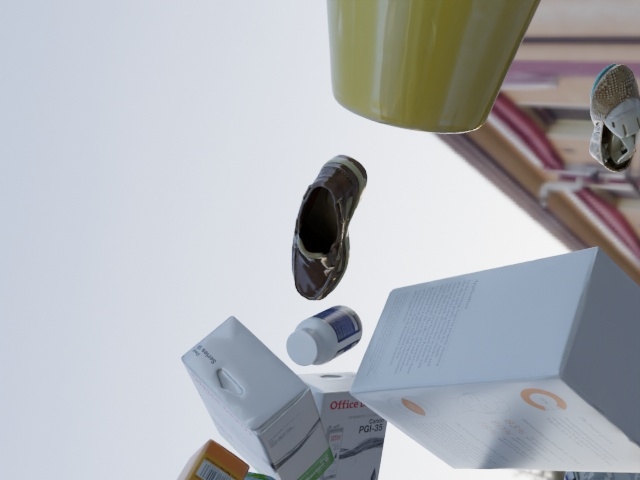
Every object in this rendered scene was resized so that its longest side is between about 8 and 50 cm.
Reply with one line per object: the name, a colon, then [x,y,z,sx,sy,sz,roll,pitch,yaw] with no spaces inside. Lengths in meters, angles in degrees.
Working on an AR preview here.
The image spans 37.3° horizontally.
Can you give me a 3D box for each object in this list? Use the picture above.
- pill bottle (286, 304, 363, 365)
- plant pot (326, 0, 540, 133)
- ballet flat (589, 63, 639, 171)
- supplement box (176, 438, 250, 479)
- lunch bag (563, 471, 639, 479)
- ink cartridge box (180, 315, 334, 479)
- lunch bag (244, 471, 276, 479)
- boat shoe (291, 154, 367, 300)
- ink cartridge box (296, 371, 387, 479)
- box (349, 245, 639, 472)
pill bottle: [0.004,0.133,1.304,0.120,0.067,0.067,-19,-68,-59]
plant pot: [0.107,-0.244,0.932,0.254,0.254,0.239,-25,-48,-50]
ballet flat: [0.398,-0.155,1.257,0.073,0.067,0.206,-30,-28,2]
supplement box: [-0.186,0.390,1.294,0.080,0.078,0.233,38,-135,-5]
lunch bag: [0.548,0.363,1.442,0.213,0.256,0.305,14,-54,-44]
ink cartridge box: [-0.102,0.294,1.633,0.121,0.211,0.289,-40,-32,-19]
lunch bag: [-0.160,0.491,1.571,0.090,0.176,0.219,-1,-83,-70]
boat shoe: [-0.007,-0.003,1.389,0.095,0.095,0.257,-47,-25,-48]
ink cartridge box: [0.020,0.420,1.920,0.207,0.117,0.283,4,-84,-44]
box: [0.240,0.159,1.158,0.215,0.345,0.168,39,-121,-25]
